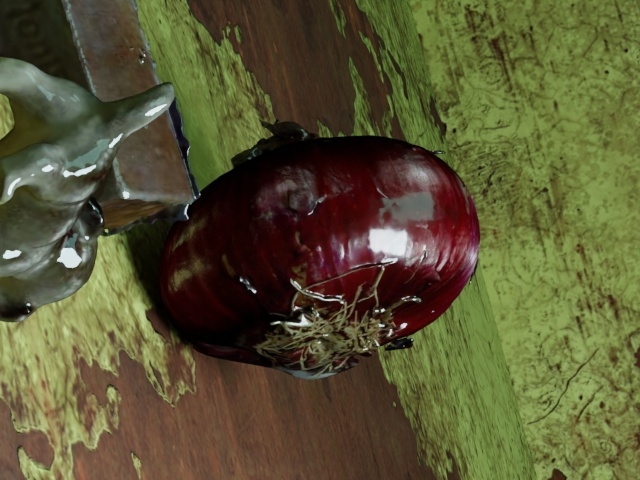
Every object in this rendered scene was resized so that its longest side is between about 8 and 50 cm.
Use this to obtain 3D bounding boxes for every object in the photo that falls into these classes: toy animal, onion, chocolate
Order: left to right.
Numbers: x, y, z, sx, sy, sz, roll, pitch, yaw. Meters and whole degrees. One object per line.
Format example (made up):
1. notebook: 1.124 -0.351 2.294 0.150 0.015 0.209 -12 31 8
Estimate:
1. toy animal: -0.215 -0.033 1.342 0.169 0.233 0.121 -4 59 -33
2. chocolate: -0.210 -0.158 1.614 0.112 0.112 0.321 -9 81 -66
3. onion: 0.000 0.000 1.780 0.314 0.314 0.232 38 38 -64
